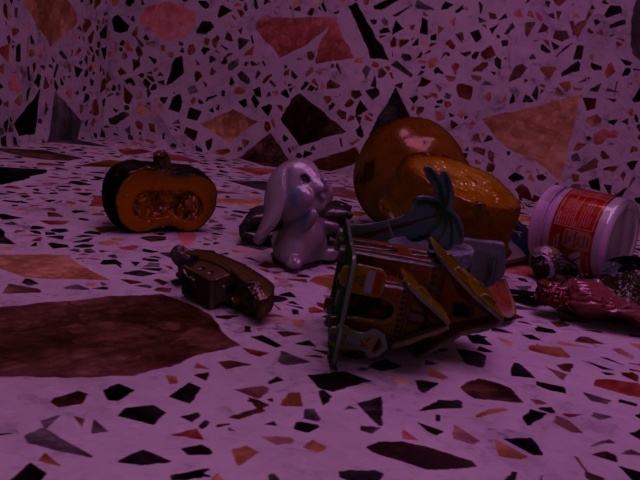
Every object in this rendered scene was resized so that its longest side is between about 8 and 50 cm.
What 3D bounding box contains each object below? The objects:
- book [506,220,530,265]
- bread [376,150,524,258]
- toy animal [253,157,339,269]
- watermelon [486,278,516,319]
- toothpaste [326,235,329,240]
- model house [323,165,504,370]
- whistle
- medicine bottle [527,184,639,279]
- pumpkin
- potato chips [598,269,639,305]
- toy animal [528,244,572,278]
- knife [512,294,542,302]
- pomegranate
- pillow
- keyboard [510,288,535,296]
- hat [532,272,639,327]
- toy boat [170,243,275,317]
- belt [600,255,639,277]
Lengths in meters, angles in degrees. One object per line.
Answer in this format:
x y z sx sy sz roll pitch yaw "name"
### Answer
0.496 -0.028 2.312 0.428 0.039 0.300 -9 44 -46 "book"
0.341 -0.086 2.032 0.398 0.215 0.398 17 25 -8 "bread"
-0.054 -0.061 1.951 0.174 0.289 0.249 12 -7 31 "toy animal"
0.383 0.144 1.681 0.069 0.087 0.163 -29 -9 30 "watermelon"
0.000 0.000 2.198 0.049 0.031 0.204 8 14 10 "toothpaste"
0.189 0.050 1.371 0.323 0.340 0.300 10 14 -4 "model house"
0.262 0.075 1.674 0.188 0.168 0.405 15 15 30 "whistle"
0.781 -0.023 2.224 0.241 0.252 0.252 18 17 42 "medicine bottle"
-0.484 -0.156 2.153 0.325 0.242 0.232 2 21 -40 "pumpkin"
0.829 0.123 1.982 0.209 0.026 0.142 18 48 2 "potato chips"
0.652 0.072 2.122 0.137 0.098 0.098 24 10 -10 "toy animal"
0.504 0.142 1.860 0.247 0.018 0.035 5 11 -3 "knife"
0.315 -0.207 2.555 0.416 0.416 0.416 7 12 -1 "pomegranate"
-0.066 -0.057 2.185 0.326 0.101 0.228 -1 10 1 "pillow"
0.478 0.128 1.874 0.155 0.010 0.053 5 5 43 "keyboard"
0.640 0.134 1.768 0.286 0.107 0.237 11 2 -5 "hat"
-0.212 0.086 1.550 0.121 0.089 0.321 -11 23 -40 "toy boat"
0.835 0.094 2.060 0.140 0.105 0.058 -3 -2 -16 "belt"
